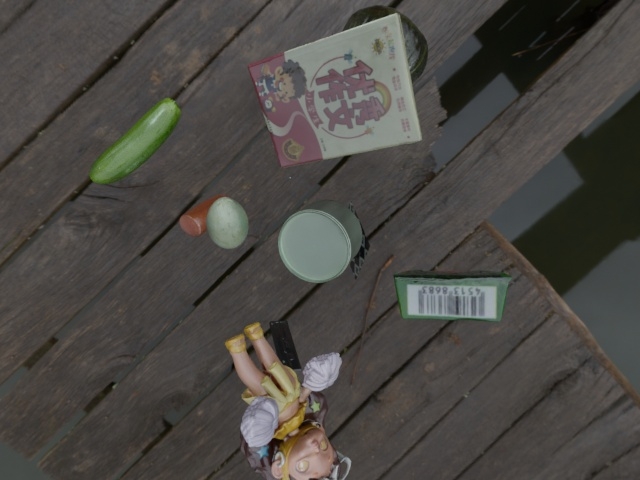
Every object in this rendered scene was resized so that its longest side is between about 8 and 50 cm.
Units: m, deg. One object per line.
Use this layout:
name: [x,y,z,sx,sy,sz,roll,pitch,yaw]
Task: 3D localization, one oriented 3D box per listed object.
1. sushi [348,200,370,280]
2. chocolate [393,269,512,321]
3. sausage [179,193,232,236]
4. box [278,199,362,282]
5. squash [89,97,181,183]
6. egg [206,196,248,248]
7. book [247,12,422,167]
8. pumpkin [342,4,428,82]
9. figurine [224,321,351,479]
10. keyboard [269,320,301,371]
sushi: [0.104,0.005,1.549,0.047,0.231,0.219,-8,55,-16]
chocolate: [0.456,0.183,1.436,0.361,0.341,0.161,-1,87,17]
sausage: [-0.445,-0.112,1.654,0.114,0.259,0.113,14,124,22]
box: [0.000,0.000,1.246,0.227,0.149,0.225,7,110,19]
squash: [-0.456,-0.241,1.023,0.293,0.082,0.082,-40,99,5]
egg: [-0.255,-0.048,1.121,0.114,0.114,0.152,0,122,-4]
book: [0.016,-0.199,0.583,0.232,0.022,0.162,-4,116,28]
pumpkin: [0.150,-0.455,0.981,0.224,0.223,0.157,32,95,-8]
figurine: [-0.049,0.229,0.549,0.116,0.175,0.239,-10,102,42]
keyboard: [-0.089,0.261,1.020,0.053,0.155,0.010,2,128,-22]
